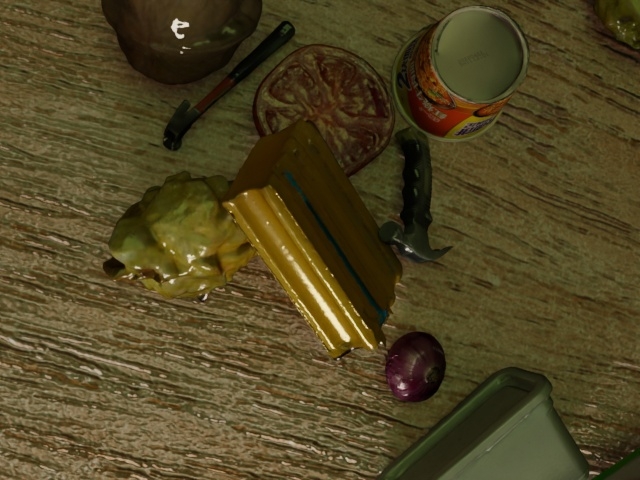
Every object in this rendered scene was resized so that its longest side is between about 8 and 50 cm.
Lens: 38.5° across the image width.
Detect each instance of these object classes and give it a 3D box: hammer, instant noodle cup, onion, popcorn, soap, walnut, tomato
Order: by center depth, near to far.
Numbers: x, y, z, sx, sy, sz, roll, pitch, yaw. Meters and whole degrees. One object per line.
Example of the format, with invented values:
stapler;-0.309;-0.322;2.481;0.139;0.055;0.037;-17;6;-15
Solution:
soap;0.000;0.001;1.375;0.324;0.096;0.204;57;33;-24
popcorn;-0.199;0.000;1.380;0.266;0.233;0.192;-21;92;-37
walnut;-0.214;-0.364;1.411;0.249;0.248;0.248;1;82;-8
onion;0.148;0.202;1.474;0.105;0.115;0.115;16;77;39
hammer;-0.146;-0.260;1.497;0.033;0.111;0.287;44;70;0
tomato;0.000;-0.196;1.501;0.237;0.095;0.236;2;81;-12
instant noodle cup;0.235;-0.281;1.505;0.213;0.174;0.213;1;83;-8
hammer;0.157;-0.073;1.507;0.159;0.041;0.226;26;57;-45

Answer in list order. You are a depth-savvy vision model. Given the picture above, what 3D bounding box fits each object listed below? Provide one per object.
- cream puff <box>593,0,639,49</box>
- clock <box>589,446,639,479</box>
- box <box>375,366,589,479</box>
cream puff;0.611;-0.442;1.580;0.282;0.185;0.281;2;80;-11
clock;0.570;0.469;1.387;0.235;0.166;0.309;-27;46;-16
box;0.260;0.368;1.432;0.312;0.175;0.182;-37;97;-12
